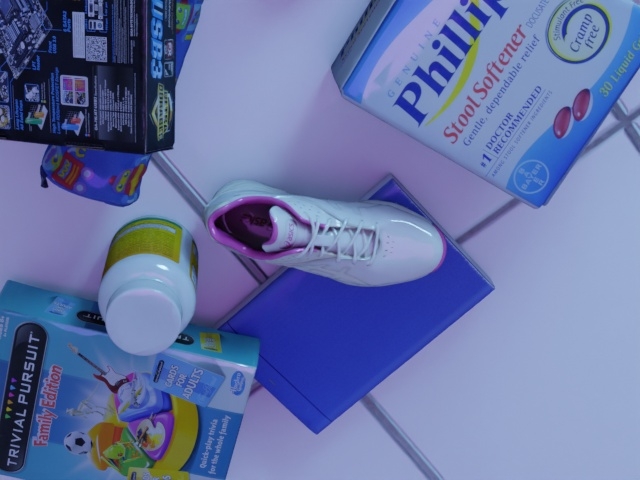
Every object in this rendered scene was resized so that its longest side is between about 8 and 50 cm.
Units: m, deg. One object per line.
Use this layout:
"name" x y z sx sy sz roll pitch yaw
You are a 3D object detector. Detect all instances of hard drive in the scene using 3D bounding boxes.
"hard drive" 0.043 0.090 1.590 0.318 0.040 0.210 -41 109 12

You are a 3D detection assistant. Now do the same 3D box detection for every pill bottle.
"pill bottle" -0.210 0.056 1.466 0.117 0.208 0.117 -2 112 -4

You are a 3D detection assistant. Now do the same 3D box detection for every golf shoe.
"golf shoe" 0.000 0.000 1.465 0.306 0.140 0.115 8 97 7

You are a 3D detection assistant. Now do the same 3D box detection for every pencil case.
"pencil case" -0.234 -0.191 1.416 0.119 0.133 0.306 -2 121 -50

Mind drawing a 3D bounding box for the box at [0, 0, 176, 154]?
"box" -0.300 -0.253 1.326 0.293 0.073 0.295 7 104 24

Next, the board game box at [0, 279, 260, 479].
"board game box" -0.272 0.215 1.572 0.336 0.079 0.254 13 115 -5

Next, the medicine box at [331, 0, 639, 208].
"medicine box" 0.201 -0.229 1.417 0.289 0.149 0.263 28 107 -15
